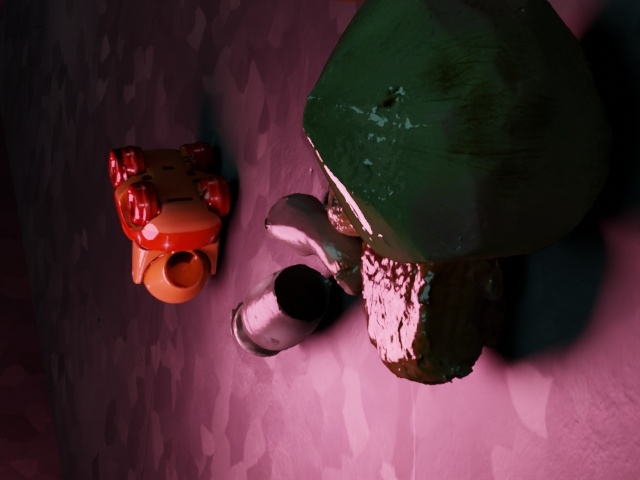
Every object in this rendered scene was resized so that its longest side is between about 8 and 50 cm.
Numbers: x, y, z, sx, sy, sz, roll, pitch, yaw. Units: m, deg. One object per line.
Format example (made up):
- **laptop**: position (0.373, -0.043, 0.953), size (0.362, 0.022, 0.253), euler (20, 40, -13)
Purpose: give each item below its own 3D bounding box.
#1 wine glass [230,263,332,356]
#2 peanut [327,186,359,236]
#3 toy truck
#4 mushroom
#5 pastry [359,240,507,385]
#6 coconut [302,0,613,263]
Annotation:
- **wine glass**: position (-0.059, 0.105, 2.110), size (0.204, 0.111, 0.111), euler (137, 130, -61)
- **peanut**: position (0.069, -0.043, 1.882), size (0.214, 0.099, 0.099), euler (24, 110, 58)
- **toy truck**: position (-0.272, -0.033, 2.519), size (0.265, 0.189, 0.239), euler (-118, 30, -49)
- **mushroom**: position (0.000, -0.003, 2.019), size (0.278, 0.099, 0.096), euler (35, 125, 58)
- **pastry**: position (0.133, 0.048, 1.691), size (0.236, 0.120, 0.257), euler (-154, 66, -68)
- **coconut**: position (0.128, -0.122, 1.459), size (0.281, 0.328, 0.328), euler (-6, 82, 64)
